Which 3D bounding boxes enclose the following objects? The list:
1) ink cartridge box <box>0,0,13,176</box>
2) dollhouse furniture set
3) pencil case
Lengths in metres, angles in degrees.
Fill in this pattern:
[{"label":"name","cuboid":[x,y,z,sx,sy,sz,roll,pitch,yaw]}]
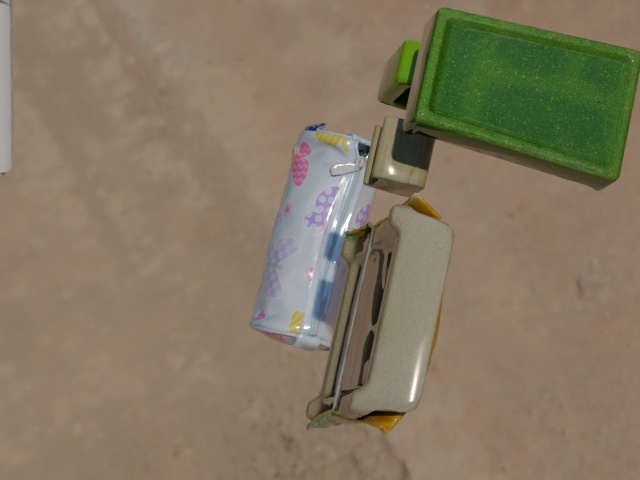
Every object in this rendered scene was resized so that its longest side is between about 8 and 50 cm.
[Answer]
[{"label":"ink cartridge box","cuboid":[-0.215,-0.127,0.731,0.140,0.190,0.082,-2,13,-15]},{"label":"dollhouse furniture set","cuboid":[0.106,0.007,1.164,0.151,0.197,0.301,14,80,-8]},{"label":"pencil case","cuboid":[0.000,0.000,1.935,0.124,0.113,0.273,7,79,53]}]
